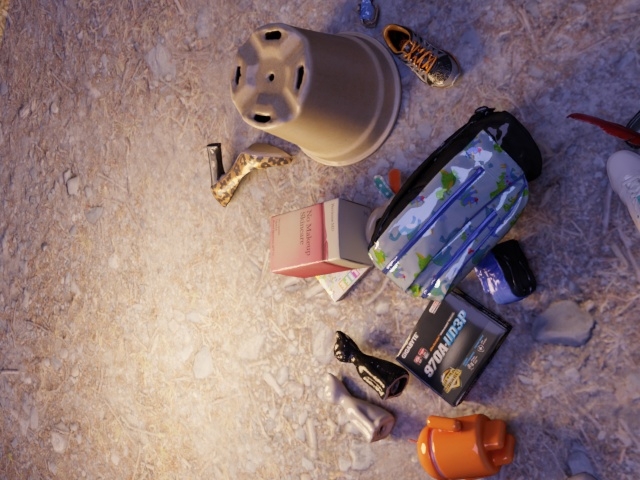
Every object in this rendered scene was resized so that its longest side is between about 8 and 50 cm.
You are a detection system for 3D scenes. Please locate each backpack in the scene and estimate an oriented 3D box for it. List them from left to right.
[{"bbox_3d":[0.251,-0.054,1.142,0.355,0.290,0.273,-34,91,5],"label":"backpack"},{"bbox_3d":[0.383,0.072,1.208,0.120,0.098,0.101,64,150,15],"label":"backpack"}]

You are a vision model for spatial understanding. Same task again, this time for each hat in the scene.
[{"bbox_3d":[0.604,-0.206,1.020,0.173,0.208,0.184,-57,42,42],"label":"hat"}]

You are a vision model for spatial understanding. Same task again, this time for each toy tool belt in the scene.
[{"bbox_3d":[0.109,-0.553,1.389,0.052,0.051,0.083,-2,91,33],"label":"toy tool belt"}]

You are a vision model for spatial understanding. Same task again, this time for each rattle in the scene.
[{"bbox_3d":[0.172,-0.047,1.291,0.130,0.143,0.200,7,107,-2],"label":"rattle"}]

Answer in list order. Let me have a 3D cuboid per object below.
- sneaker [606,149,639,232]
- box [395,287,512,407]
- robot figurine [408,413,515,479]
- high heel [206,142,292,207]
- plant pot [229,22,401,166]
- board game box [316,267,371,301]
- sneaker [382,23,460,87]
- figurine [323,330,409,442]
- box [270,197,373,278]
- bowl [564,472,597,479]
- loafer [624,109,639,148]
[{"bbox_3d":[0.591,-0.074,1.062,0.080,0.094,0.212,-30,75,32],"label":"sneaker"},{"bbox_3d":[0.293,0.230,1.297,0.175,0.051,0.220,38,112,27],"label":"box"},{"bbox_3d":[0.302,0.445,1.255,0.219,0.158,0.128,-24,57,32],"label":"robot figurine"},{"bbox_3d":[-0.189,-0.171,1.605,0.261,0.093,0.186,7,118,21],"label":"high heel"},{"bbox_3d":[-0.030,-0.349,1.338,0.333,0.305,0.334,1,92,34],"label":"plant pot"},{"bbox_3d":[0.060,0.066,1.461,0.154,0.026,0.103,-49,67,25],"label":"board game box"},{"bbox_3d":[0.219,-0.414,1.304,0.215,0.083,0.084,42,112,23],"label":"sneaker"},{"bbox_3d":[0.092,0.353,1.411,0.209,0.092,0.215,32,120,37],"label":"figurine"},{"bbox_3d":[0.000,0.000,1.406,0.232,0.126,0.149,-14,71,41],"label":"box"},{"bbox_3d":[0.521,0.554,1.158,0.142,0.053,0.142,-48,66,24],"label":"bowl"},{"bbox_3d":[0.640,-0.250,1.032,0.223,0.078,0.076,-41,70,28],"label":"loafer"}]
